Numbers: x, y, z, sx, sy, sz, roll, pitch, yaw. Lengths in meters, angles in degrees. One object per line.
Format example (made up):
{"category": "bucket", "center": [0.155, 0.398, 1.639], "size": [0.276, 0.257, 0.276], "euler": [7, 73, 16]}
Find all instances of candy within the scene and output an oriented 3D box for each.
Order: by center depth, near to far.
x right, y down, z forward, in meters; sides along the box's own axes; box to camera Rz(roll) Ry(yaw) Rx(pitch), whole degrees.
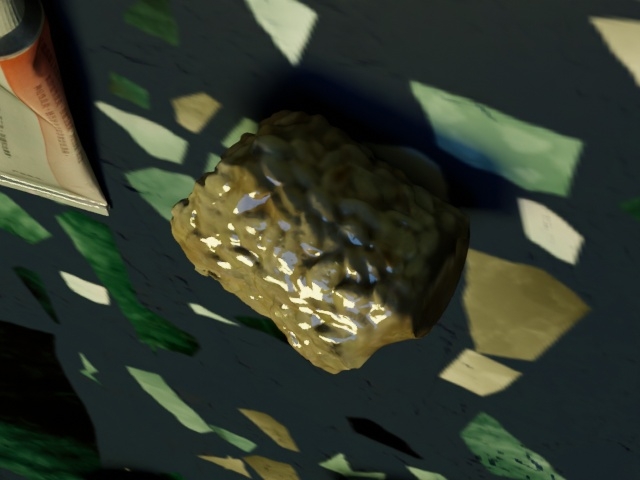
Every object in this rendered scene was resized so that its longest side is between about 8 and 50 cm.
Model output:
{"category": "candy", "center": [0.000, 0.000, 0.658], "size": [0.110, 0.085, 0.095], "euler": [40, 144, -7]}

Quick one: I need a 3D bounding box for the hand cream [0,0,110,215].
{"category": "hand cream", "center": [-0.129, -0.060, 0.707], "size": [0.052, 0.038, 0.216], "euler": [45, 165, 14]}
